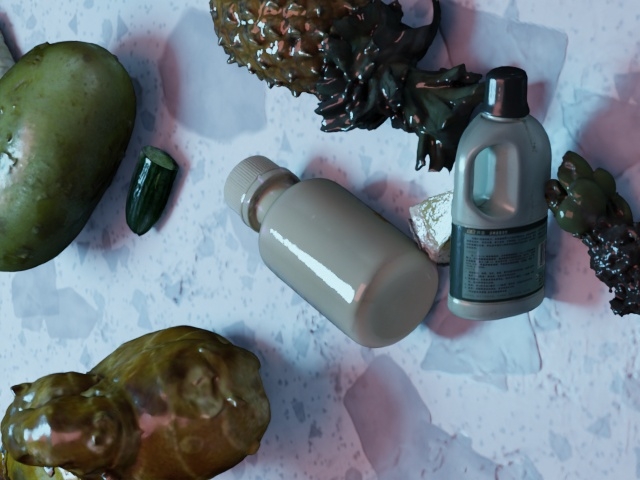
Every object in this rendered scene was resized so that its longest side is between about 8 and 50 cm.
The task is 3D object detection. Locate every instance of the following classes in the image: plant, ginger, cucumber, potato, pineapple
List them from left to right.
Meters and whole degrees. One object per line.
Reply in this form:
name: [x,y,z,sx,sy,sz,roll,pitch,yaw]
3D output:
potato: [-0.323,-0.096,2.069,0.173,0.210,0.307,35,112,9]
ginger: [-0.197,0.189,1.903,0.357,0.274,0.152,178,72,-80]
cucumber: [-0.196,-0.054,2.045,0.048,0.048,0.105,42,123,36]
pineapple: [0.038,-0.184,1.742,0.310,0.141,0.170,36,92,31]
plant: [0.256,-0.002,1.564,0.085,0.087,0.174,-40,66,6]

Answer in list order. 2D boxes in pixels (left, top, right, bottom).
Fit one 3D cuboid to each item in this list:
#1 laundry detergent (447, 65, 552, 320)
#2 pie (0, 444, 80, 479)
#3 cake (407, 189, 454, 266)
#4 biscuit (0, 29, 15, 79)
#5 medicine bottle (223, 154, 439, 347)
laundry detergent: [0.162,-0.044,1.608,0.070,0.099,0.226,37,131,56]
pie: [-0.333,0.351,2.193,0.273,0.069,0.273,1,91,45]
cake: [0.139,-0.037,1.695,0.121,0.052,0.065,-49,55,34]
biscuit: [-0.393,-0.188,2.234,0.061,0.055,0.219,-35,67,30]
medicine bottle: [0.000,0.000,1.795,0.252,0.114,0.114,38,118,38]
